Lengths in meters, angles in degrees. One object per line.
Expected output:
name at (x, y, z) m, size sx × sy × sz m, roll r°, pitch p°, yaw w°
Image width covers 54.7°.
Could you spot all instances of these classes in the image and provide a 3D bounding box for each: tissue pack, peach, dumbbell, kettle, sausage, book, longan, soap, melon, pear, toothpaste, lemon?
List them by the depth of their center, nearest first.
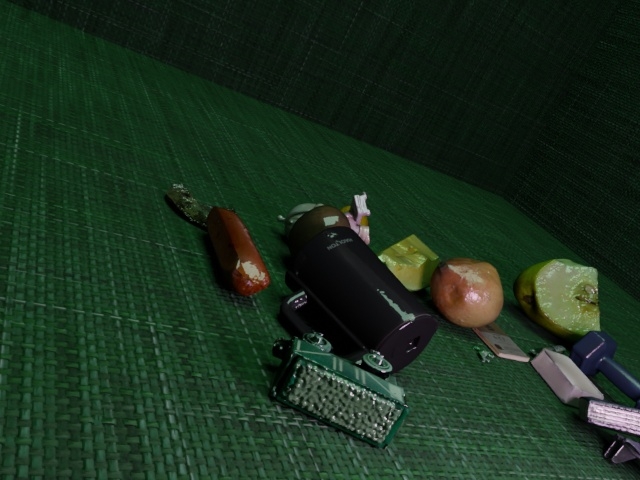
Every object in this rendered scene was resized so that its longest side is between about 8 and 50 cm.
kettle at (0.071, 0.133, 1.358) m, size 0.262 × 0.203 × 0.308 m, roll 9°, pitch 30°, yaw -47°
sausage at (-0.197, 0.023, 1.426) m, size 0.102 × 0.102 × 0.330 m, roll 17°, pitch 22°, yaw -28°
tissue pack at (0.760, 0.439, 1.507) m, size 0.235 × 0.073 × 0.173 m, roll 10°, pitch -10°, yaw 18°
longan at (0.000, 0.000, 1.608) m, size 0.167 × 0.187 × 0.167 m, roll 35°, pitch 6°, yaw -4°
soap at (0.686, 0.386, 1.729) m, size 0.121 × 0.064 × 0.183 m, roll 20°, pitch 21°, yaw -23°
peach at (0.412, 0.135, 1.775) m, size 0.232 × 0.232 × 0.232 m, roll 24°, pitch 20°, yaw -9°
dumbbell at (0.890, 0.411, 1.817) m, size 0.160 × 0.144 × 0.325 m, roll 14°, pitch 23°, yaw -38°
melon at (0.220, 0.072, 1.817) m, size 0.196 × 0.124 × 0.323 m, roll 36°, pitch 27°, yaw 26°
book at (0.511, 0.282, 1.826) m, size 0.138 × 0.016 × 0.198 m, roll 15°, pitch 23°, yaw -33°
toothpaste at (0.709, 0.344, 1.912) m, size 0.204 × 0.031 × 0.049 m, roll 4°, pitch 29°, yaw -45°
lemon at (0.096, -0.059, 1.998) m, size 0.133 × 0.109 × 0.109 m, roll 8°, pitch 27°, yaw -30°
pear at (0.796, 0.206, 2.128) m, size 0.282 × 0.286 × 0.176 m, roll 10°, pitch -22°, yaw -9°

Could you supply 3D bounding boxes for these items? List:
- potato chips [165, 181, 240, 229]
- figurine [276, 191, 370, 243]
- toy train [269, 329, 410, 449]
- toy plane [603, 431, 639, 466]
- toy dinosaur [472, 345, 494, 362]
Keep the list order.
potato chips at (-0.307, -0.082, 1.644) m, size 0.220 × 0.029 × 0.202 m, roll 26°, pitch 22°, yaw -12°
figurine at (0.007, -0.052, 1.744) m, size 0.257 × 0.144 × 0.182 m, roll -4°, pitch -7°, yaw -6°
toy train at (0.035, 0.253, 1.128) m, size 0.269 × 0.115 × 0.154 m, roll 27°, pitch 14°, yaw -5°
toy plane at (0.808, 0.544, 1.452) m, size 0.267 × 0.088 × 0.212 m, roll 32°, pitch -4°, yaw 5°
toy dinosaur at (0.433, 0.303, 1.667) m, size 0.062 × 0.021 × 0.083 m, roll 33°, pitch 15°, yaw 35°
